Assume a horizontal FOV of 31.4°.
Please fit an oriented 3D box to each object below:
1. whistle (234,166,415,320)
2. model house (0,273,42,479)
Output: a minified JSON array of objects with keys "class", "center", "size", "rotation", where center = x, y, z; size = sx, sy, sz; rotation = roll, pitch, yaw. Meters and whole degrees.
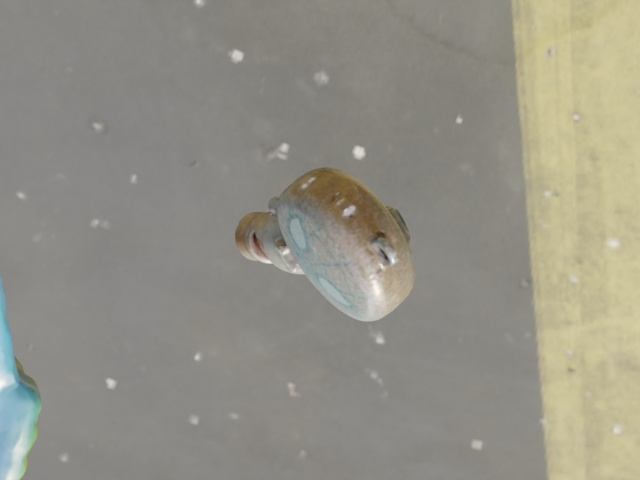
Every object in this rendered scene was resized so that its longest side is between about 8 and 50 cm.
[{"class":"whistle","center":[0.000,0.000,0.786],"size":[0.107,0.057,0.220],"rotation":[58,159,-16]},{"class":"model house","center":[-0.319,0.075,0.767],"size":[0.237,0.215,0.303],"rotation":[37,145,47]}]
